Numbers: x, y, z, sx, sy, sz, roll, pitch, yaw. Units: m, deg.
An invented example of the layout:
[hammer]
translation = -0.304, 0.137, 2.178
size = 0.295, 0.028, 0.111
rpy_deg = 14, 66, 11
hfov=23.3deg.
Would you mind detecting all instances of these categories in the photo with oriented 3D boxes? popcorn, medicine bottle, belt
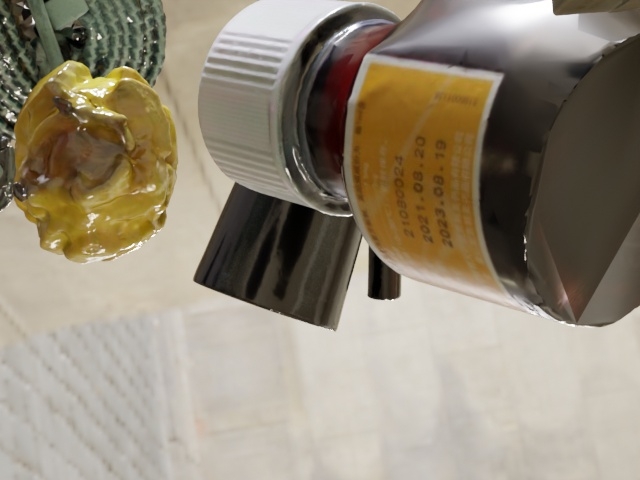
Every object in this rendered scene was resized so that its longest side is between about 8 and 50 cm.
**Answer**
[popcorn]
translation = -0.186, -0.067, 1.275
size = 0.152, 0.148, 0.167
rpy_deg = 20, 50, -67
[medicine bottle]
translation = 0.091, -0.092, 1.171
size = 0.395, 0.242, 0.242
rpy_deg = 22, -48, 48
[belt]
translation = -0.258, -0.232, 1.418
size = 0.160, 0.207, 0.295
rpy_deg = -128, -156, -59

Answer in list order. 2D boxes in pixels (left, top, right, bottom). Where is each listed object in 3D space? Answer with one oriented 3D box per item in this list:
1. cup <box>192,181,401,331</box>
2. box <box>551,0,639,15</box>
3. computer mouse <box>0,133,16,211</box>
[cup]
translation = -0.016, -0.005, 1.711
size = 0.239, 0.166, 0.177
rpy_deg = 21, 87, -61
[box]
translation = 0.155, -0.197, 0.818
size = 0.201, 0.058, 0.141
rpy_deg = -22, 107, -88
[computer mouse]
translation = -0.416, -0.060, 1.755
size = 0.106, 0.192, 0.062
rpy_deg = 61, 14, 5
